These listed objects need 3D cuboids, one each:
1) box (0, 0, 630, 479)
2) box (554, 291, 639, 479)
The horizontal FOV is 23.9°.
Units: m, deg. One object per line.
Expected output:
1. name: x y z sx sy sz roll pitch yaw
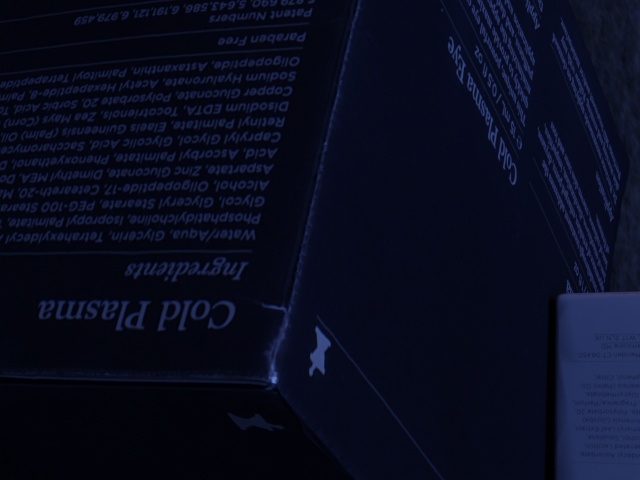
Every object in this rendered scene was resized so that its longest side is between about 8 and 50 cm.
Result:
1. box: 0.000 0.000 0.666 0.343 0.179 0.313 55 39 -49
2. box: 0.168 0.114 0.703 0.130 0.091 0.171 21 69 -65
